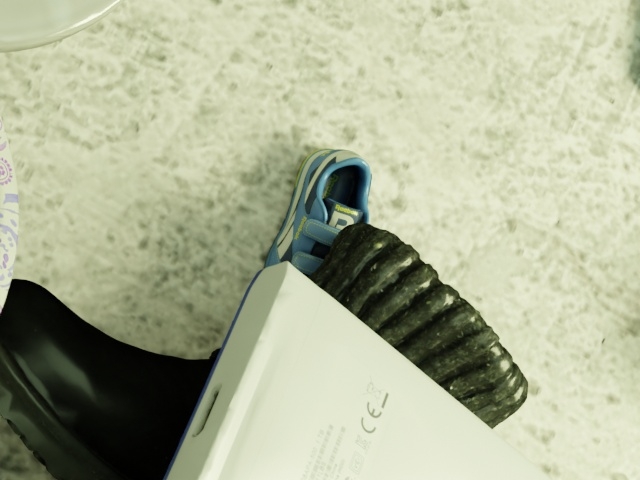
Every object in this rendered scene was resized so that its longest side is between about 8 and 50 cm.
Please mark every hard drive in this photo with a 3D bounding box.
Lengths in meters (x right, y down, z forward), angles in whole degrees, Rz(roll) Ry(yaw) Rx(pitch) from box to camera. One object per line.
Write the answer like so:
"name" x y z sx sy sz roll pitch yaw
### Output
"hard drive" 0.047 0.189 1.135 0.318 0.040 0.210 40 54 -25

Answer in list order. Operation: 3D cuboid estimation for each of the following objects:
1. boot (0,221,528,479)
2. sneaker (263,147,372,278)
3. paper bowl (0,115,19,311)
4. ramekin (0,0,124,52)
"boot" -0.052 0.076 1.215 0.260 0.131 0.348 -48 116 -4
"sneaker" 0.000 0.000 1.314 0.053 0.059 0.144 18 78 -25
"paper bowl" -0.323 -0.019 1.036 0.284 0.148 0.284 12 73 -44
"ramekin" -0.234 -0.244 1.190 0.273 0.127 0.273 3 84 -26
